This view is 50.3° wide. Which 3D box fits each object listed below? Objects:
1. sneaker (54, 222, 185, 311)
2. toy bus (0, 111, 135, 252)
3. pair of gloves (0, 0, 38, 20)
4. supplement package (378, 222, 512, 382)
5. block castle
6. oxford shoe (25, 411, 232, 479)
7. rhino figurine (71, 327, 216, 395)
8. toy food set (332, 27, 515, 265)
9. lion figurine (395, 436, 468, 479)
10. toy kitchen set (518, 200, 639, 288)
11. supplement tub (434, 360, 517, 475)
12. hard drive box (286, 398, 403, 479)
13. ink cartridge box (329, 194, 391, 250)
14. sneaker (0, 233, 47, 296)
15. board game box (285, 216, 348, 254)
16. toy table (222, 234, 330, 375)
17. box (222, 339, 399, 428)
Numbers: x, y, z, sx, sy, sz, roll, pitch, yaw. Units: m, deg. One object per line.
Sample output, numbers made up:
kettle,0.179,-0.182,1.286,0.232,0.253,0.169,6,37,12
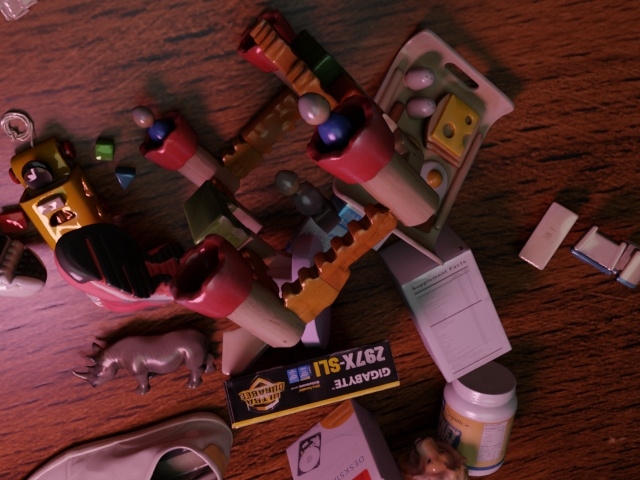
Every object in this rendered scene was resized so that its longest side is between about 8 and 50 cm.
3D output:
sneaker,-0.307,0.066,1.023,0.136,0.115,0.314,-27,163,12
toy bus,-0.393,-0.065,1.016,0.202,0.104,0.190,15,110,-21
pair of gloves,-0.499,-0.349,0.888,0.240,0.042,0.204,-37,122,7
supplement package,0.227,0.108,1.237,0.139,0.134,0.244,-28,119,0
block castle,-0.078,-0.115,0.877,0.303,0.453,0.213,-43,125,10
oxford shoe,-0.375,0.456,1.262,0.450,0.130,0.169,-21,120,-2
rhino figurine,-0.307,0.209,1.189,0.244,0.073,0.106,-6,120,-9
toy food set,0.175,-0.144,1.077,0.220,0.092,0.306,31,80,-25
lion figurine,0.111,0.541,1.325,0.142,0.240,0.392,46,75,-25
toy kitchen set,0.506,0.024,1.309,0.207,0.166,0.122,34,106,12
supplement tub,0.314,0.354,1.372,0.145,0.144,0.199,-2,115,-13
hard drive box,0.046,0.444,1.299,0.181,0.232,0.089,-42,118,7
ink cartridge box,0.107,-0.087,1.153,0.104,0.061,0.181,33,103,-26
sneaker,-0.565,0.048,1.034,0.292,0.110,0.118,10,122,-8
board game box,0.000,0.000,1.193,0.090,0.020,0.090,29,107,-24
toy table,-0.075,0.086,1.093,0.161,0.252,0.274,-3,151,7
box,-0.029,0.241,1.147,0.257,0.322,0.079,-11,80,-9
